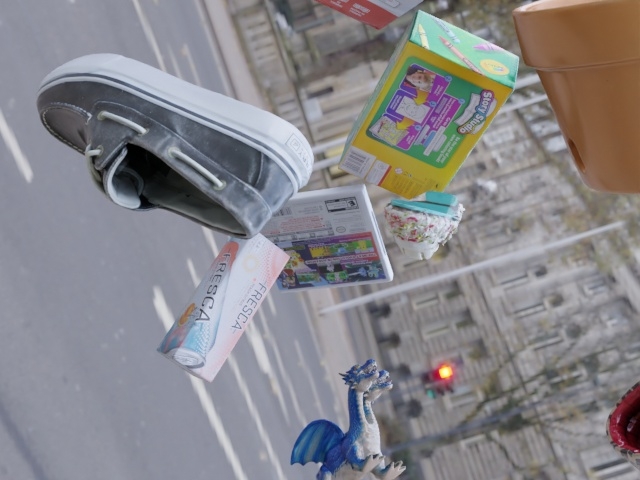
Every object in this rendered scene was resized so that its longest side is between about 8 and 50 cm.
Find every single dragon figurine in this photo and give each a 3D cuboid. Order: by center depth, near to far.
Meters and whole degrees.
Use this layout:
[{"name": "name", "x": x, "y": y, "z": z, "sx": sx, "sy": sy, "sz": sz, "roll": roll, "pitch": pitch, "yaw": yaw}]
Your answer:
[{"name": "dragon figurine", "x": 0.019, "y": 0.300, "z": 1.367, "sx": 0.085, "sy": 0.289, "sz": 0.144, "roll": 26, "pitch": 16, "yaw": -38}]

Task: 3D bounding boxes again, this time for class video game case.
[{"name": "video game case", "x": 0.000, "y": 0.000, "z": 1.631, "sx": 0.023, "sy": 0.201, "sz": 0.183, "roll": -70, "pitch": 147, "yaw": -52}]

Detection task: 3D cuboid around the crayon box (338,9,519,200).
[{"name": "crayon box", "x": 0.155, "y": -0.187, "z": 1.494, "sx": 0.278, "sy": 0.165, "sz": 0.081, "roll": 121, "pitch": -10, "yaw": -46}]

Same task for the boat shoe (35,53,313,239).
[{"name": "boat shoe", "x": -0.169, "y": -0.090, "z": 0.954, "sx": 0.119, "sy": 0.335, "sz": 0.121, "roll": -54, "pitch": 141, "yaw": -28}]

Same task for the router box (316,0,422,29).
[{"name": "router box", "x": 0.014, "y": -0.367, "z": 1.012, "sx": 0.301, "sy": 0.335, "sz": 0.082, "roll": -24, "pitch": -126, "yaw": 55}]

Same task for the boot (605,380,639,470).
[{"name": "boot", "x": 0.464, "y": 0.221, "z": 0.918, "sx": 0.284, "sy": 0.138, "sz": 0.377, "roll": 35, "pitch": -19, "yaw": -6}]

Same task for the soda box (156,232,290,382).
[{"name": "soda box", "x": -0.116, "y": 0.075, "z": 1.201, "sx": 0.063, "sy": 0.183, "sz": 0.058, "roll": 38, "pitch": -16, "yaw": -26}]

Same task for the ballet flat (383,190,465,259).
[{"name": "ballet flat", "x": 0.133, "y": -0.015, "z": 1.252, "sx": 0.241, "sy": 0.091, "sz": 0.077, "roll": -15, "pitch": 118, "yaw": -69}]

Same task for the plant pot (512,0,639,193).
[{"name": "plant pot", "x": 0.361, "y": -0.171, "z": 1.047, "sx": 0.291, "sy": 0.291, "sz": 0.203, "roll": -95, "pitch": 172, "yaw": -77}]
